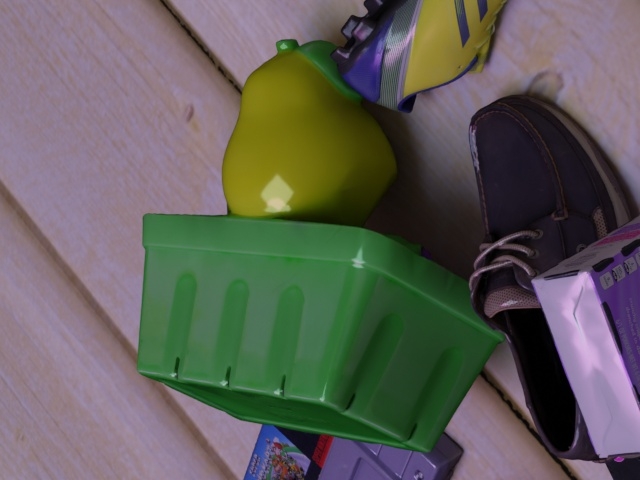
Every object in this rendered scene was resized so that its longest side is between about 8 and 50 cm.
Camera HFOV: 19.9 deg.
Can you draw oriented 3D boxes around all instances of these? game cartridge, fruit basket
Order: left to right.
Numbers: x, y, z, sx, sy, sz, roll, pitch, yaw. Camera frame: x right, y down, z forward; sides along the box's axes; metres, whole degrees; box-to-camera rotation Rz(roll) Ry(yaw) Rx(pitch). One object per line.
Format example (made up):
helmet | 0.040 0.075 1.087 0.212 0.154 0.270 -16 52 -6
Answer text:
fruit basket | 0.000 0.000 1.856 0.392 0.283 0.392 -23 53 35
game cartridge | 0.017 0.290 2.099 0.230 0.068 0.355 38 135 21

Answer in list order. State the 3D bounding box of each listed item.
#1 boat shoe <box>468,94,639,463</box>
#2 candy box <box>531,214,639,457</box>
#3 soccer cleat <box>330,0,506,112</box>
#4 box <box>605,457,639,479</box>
boat shoe | 0.211 0.033 1.658 0.132 0.130 0.355 -34 73 48
candy box | 0.290 0.069 1.566 0.070 0.196 0.165 -14 101 49
soccer cleat | 0.127 -0.215 1.692 0.121 0.093 0.289 36 138 -16
box | 0.311 0.191 1.727 0.083 0.052 0.062 -27 90 49
